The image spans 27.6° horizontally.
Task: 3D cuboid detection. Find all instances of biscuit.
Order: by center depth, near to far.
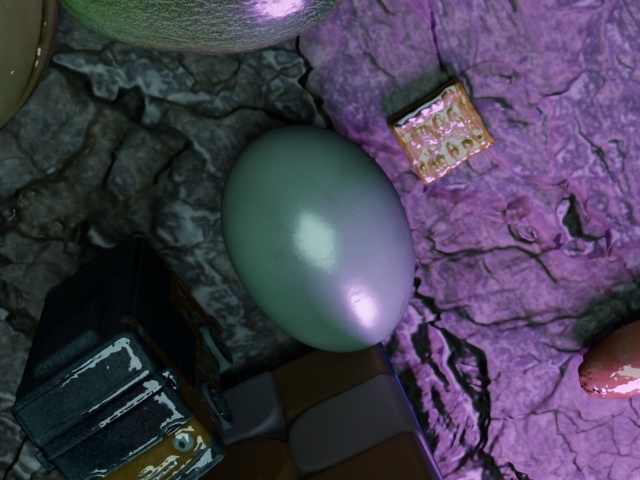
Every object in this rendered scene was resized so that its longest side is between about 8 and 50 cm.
[{"bbox_3d":[0.117,-0.105,1.266,0.083,0.018,0.081,-32,112,7],"label":"biscuit"}]

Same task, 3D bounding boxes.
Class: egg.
[{"bbox_3d":[0.000,0.000,1.213,0.168,0.168,0.231,-26,112,4],"label":"egg"}]

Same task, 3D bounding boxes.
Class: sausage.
[{"bbox_3d":[0.406,0.062,1.333,0.326,0.079,0.087,-41,111,12],"label":"sausage"}]

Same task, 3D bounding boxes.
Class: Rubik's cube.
[{"bbox_3d":[-0.010,0.347,1.210,0.344,0.347,0.346,-24,113,2],"label":"Rubik's cube"}]

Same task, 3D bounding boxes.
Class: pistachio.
[{"bbox_3d":[-0.299,-0.182,1.136,0.136,0.136,0.226,20,102,-14],"label":"pistachio"}]

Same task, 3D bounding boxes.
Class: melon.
[{"bbox_3d":[-0.089,-0.248,1.100,0.288,0.182,0.182,0,111,-5],"label":"melon"}]

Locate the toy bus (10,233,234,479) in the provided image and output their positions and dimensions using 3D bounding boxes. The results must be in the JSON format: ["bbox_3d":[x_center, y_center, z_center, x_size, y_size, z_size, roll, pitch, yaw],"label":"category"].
[{"bbox_3d":[-0.175,0.118,1.183,0.138,0.275,0.167,-33,110,7],"label":"toy bus"}]
